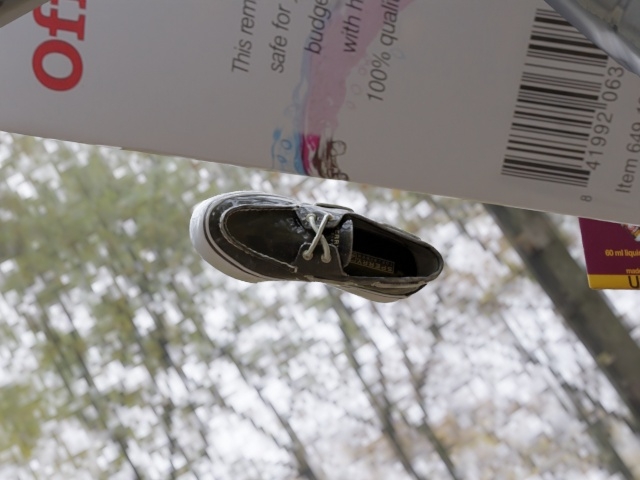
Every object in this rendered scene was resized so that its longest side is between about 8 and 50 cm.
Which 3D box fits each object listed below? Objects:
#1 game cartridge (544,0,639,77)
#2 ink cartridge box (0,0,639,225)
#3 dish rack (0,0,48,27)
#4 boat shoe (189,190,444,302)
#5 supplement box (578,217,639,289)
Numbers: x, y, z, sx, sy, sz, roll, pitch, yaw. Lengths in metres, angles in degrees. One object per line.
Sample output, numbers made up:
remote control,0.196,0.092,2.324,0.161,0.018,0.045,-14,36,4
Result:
game cartridge,0.181,-0.083,0.377,0.196,0.294,0.060,-65,-22,3
ink cartridge box,0.039,-0.146,0.600,0.270,0.197,0.198,9,-57,0
dish rack,-0.140,-0.130,0.333,0.333,0.072,0.285,-27,-51,13
boat shoe,0.000,0.000,1.488,0.219,0.078,0.070,11,-17,-27
supplement box,0.200,-0.074,1.043,0.080,0.188,0.104,-1,16,39
